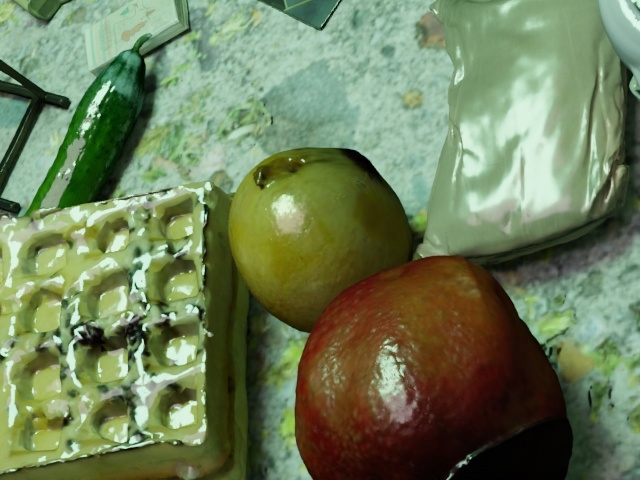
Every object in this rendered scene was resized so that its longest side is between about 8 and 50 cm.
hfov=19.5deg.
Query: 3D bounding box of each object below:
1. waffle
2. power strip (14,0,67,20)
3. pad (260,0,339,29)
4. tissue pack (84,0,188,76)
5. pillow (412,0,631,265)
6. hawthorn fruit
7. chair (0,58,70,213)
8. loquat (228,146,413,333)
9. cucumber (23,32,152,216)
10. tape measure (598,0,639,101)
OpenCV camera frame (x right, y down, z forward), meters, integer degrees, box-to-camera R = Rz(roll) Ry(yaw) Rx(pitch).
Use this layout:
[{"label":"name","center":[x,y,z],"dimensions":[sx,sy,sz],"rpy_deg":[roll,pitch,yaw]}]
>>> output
[{"label":"waffle","center":[-0.240,0.106,1.520],"dimensions":[0.376,0.114,0.261],"rpy_deg":[-10,57,17]},{"label":"power strip","center":[-0.325,-0.312,1.921],"dimensions":[0.092,0.034,0.268],"rpy_deg":[-53,47,2]},{"label":"pad","center":[0.016,-0.313,1.680],"dimensions":[0.164,0.004,0.243],"rpy_deg":[31,87,43]},{"label":"tissue pack","center":[-0.173,-0.198,1.750],"dimensions":[0.108,0.023,0.056],"rpy_deg":[-26,53,25]},{"label":"pillow","center":[0.155,-0.109,1.420],"dimensions":[0.173,0.067,0.270],"rpy_deg":[-12,59,29]},{"label":"hawthorn fruit","center":[0.079,0.095,1.297],"dimensions":[0.190,0.189,0.251],"rpy_deg":[-24,48,26]},{"label":"chair","center":[-0.394,-0.128,1.802],"dimensions":[0.260,0.154,0.141],"rpy_deg":[16,76,39]},{"label":"loquat","center":[0.000,0.000,1.428],"dimensions":[0.137,0.163,0.163],"rpy_deg":[-42,44,-19]},{"label":"cucumber","center":[-0.211,-0.080,1.695],"dimensions":[0.056,0.056,0.250],"rpy_deg":[21,83,43]},{"label":"tape measure","center":[0.296,-0.184,1.332],"dimensions":[0.196,0.105,0.178],"rpy_deg":[-26,60,26]}]
